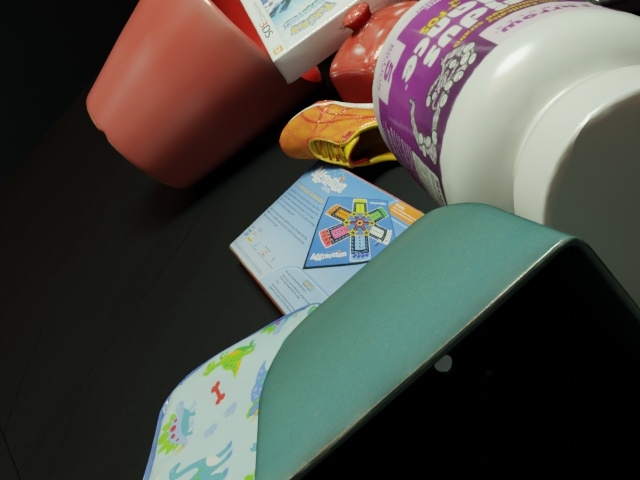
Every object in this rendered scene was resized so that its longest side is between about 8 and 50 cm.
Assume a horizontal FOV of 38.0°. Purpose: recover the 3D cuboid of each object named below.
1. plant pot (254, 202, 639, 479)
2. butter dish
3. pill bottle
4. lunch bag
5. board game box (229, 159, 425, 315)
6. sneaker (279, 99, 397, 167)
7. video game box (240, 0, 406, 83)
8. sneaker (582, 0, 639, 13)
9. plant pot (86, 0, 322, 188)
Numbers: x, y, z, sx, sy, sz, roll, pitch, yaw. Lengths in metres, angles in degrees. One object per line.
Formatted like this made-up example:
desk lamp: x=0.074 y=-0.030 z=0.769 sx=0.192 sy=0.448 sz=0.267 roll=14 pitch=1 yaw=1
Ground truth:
plant pot: x=0.070 y=0.081 z=0.479 sx=0.165 sy=0.165 sz=0.234 roll=-42 pitch=16 yaw=3
butter dish: x=0.070 y=-0.209 z=1.021 sx=0.160 sy=0.118 sz=0.160 roll=-49 pitch=23 yaw=-15
pill bottle: x=0.144 y=-0.072 z=0.602 sx=0.169 sy=0.169 sz=0.301 roll=-41 pitch=22 yaw=6
lunch bag: x=-0.043 y=0.154 z=0.618 sx=0.176 sy=0.090 sz=0.219 roll=-33 pitch=25 yaw=21
board game box: x=0.000 y=0.000 z=0.892 sx=0.145 sy=0.027 sz=0.281 roll=-45 pitch=23 yaw=-2
sneaker: x=0.023 y=-0.106 z=0.952 sx=0.175 sy=0.064 sz=0.067 roll=-3 pitch=37 yaw=39
video game box: x=0.010 y=-0.306 z=1.137 sx=0.205 sy=0.048 sz=0.187 roll=-35 pitch=44 yaw=8
sneaker: x=0.316 y=-0.186 z=0.560 sx=0.331 sy=0.146 sz=0.122 roll=-15 pitch=45 yaw=50
plant pot: x=-0.174 y=-0.222 z=1.286 sx=0.243 sy=0.275 sz=0.275 roll=-45 pitch=22 yaw=16
